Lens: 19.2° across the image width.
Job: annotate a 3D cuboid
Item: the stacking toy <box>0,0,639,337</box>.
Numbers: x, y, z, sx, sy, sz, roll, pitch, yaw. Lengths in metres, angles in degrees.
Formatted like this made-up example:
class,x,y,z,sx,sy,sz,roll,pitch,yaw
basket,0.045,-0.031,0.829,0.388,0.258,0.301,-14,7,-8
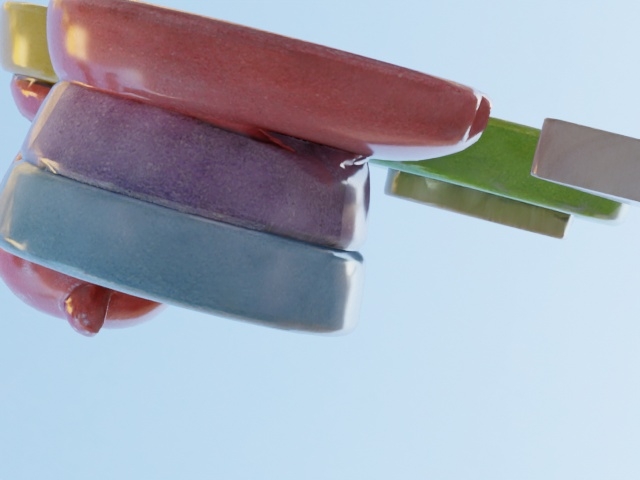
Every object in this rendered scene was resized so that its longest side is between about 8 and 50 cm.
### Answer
class,x,y,z,sx,sy,sz,roll,pitch,yaw
stacking toy,0.000,0.000,0.739,0.279,0.309,0.130,14,-88,-12
